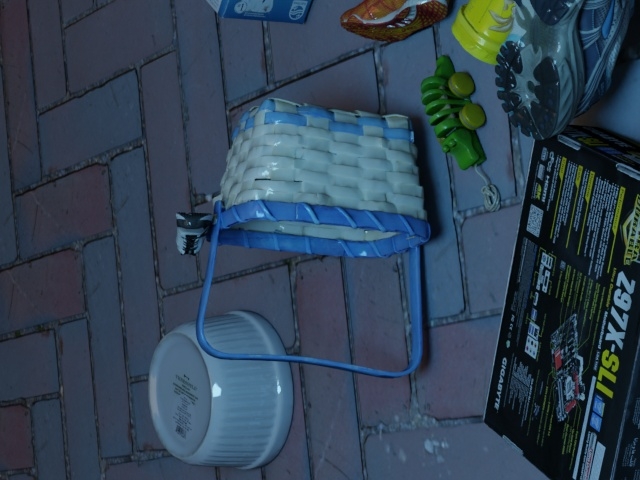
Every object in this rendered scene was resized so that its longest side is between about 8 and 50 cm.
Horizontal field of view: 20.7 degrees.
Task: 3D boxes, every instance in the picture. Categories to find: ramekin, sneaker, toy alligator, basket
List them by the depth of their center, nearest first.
[{"bbox_3d":[0.236,-0.237,1.630,0.110,0.122,0.283,38,139,34],"label":"sneaker"},{"bbox_3d":[0.144,-0.117,1.889,0.056,0.051,0.190,-41,59,48],"label":"toy alligator"},{"bbox_3d":[-0.138,-0.007,1.905,0.109,0.040,0.044,113,161,-82],"label":"sneaker"},{"bbox_3d":[0.000,0.000,1.943,0.201,0.254,0.289,146,131,-66],"label":"basket"},{"bbox_3d":[0.089,-0.267,1.971,0.175,0.064,0.067,-12,62,50],"label":"sneaker"},{"bbox_3d":[-0.135,0.194,2.249,0.207,0.109,0.207,3,94,54],"label":"ramekin"}]

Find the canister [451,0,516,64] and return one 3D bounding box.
[{"bbox_3d":[0.220,-0.256,1.715,0.073,0.126,0.170,59,133,37],"label":"canister"}]

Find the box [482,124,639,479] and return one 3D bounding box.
[{"bbox_3d":[0.263,0.072,1.658,0.257,0.079,0.322,-144,60,-63],"label":"box"}]

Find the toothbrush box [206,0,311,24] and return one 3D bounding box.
[{"bbox_3d":[-0.073,-0.443,2.123,0.216,0.126,0.296,50,130,43],"label":"toothbrush box"}]
